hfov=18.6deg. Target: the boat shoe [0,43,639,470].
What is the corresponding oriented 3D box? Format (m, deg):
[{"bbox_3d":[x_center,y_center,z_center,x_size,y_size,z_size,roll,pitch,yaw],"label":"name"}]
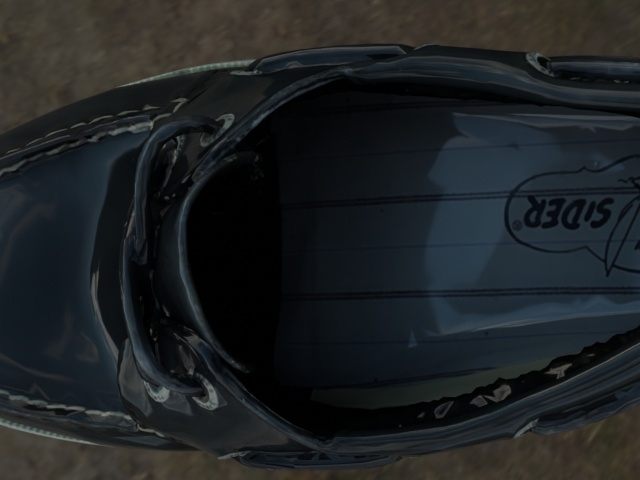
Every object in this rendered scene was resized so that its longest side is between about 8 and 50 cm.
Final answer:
[{"bbox_3d":[0.001,0.004,0.562,0.340,0.113,0.127,2,88,20],"label":"boat shoe"}]
